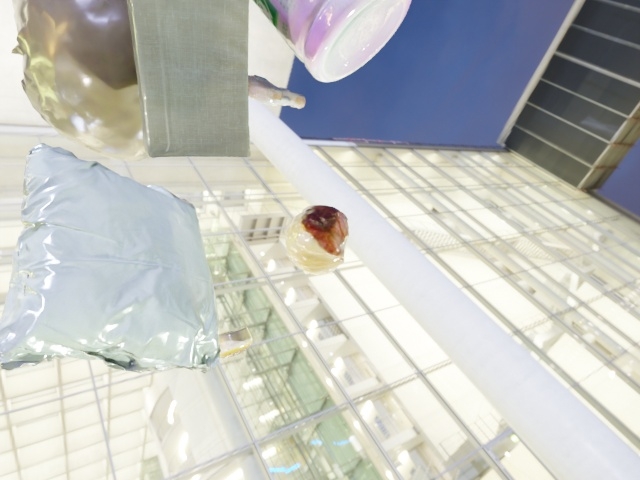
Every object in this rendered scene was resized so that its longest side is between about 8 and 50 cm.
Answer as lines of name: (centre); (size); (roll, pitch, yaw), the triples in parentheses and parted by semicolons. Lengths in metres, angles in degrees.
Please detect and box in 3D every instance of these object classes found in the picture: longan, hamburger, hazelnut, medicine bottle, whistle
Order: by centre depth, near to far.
medicine bottle: (-0.024, -0.457, 0.693); (0.212, 0.325, 0.212); (-36, -7, -5)
longan: (-0.413, -0.377, 0.856); (0.404, 0.404, 0.436); (15, -61, -47)
whistle: (-0.122, -0.390, 1.096); (0.220, 0.107, 0.057); (-3, -52, -49)
hamburger: (-0.280, 0.328, 1.323); (0.126, 0.081, 0.141); (-14, -5, -32)
hazelnut: (0.000, 0.000, 1.470); (0.261, 0.241, 0.261); (-47, -23, -27)

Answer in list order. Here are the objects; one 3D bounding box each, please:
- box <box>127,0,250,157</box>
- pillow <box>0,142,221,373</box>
box: (-0.190, -0.255, 0.619); (0.155, 0.149, 0.231); (-5, -60, -16)
pillow: (-0.275, 0.029, 0.574); (0.138, 0.310, 0.283); (-28, -28, 27)
